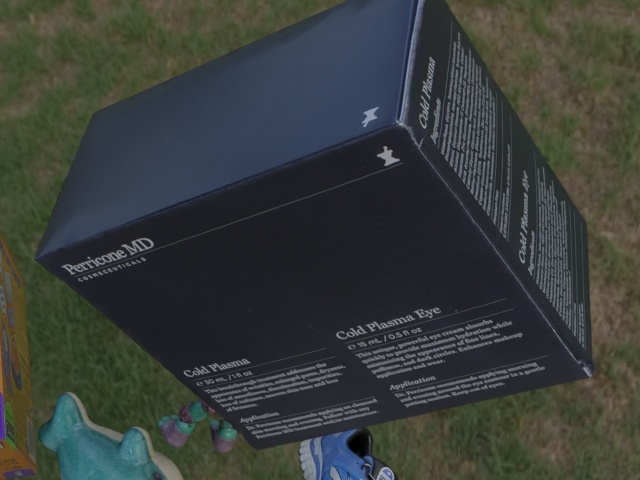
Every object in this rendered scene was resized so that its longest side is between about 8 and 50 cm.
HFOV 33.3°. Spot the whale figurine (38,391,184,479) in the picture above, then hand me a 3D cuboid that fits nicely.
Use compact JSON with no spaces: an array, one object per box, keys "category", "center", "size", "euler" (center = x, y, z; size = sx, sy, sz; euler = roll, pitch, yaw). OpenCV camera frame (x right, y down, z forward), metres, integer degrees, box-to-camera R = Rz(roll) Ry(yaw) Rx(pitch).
[{"category":"whale figurine","center":[-0.319,0.349,1.539],"size":[0.272,0.216,0.141],"euler":[45,30,13]}]

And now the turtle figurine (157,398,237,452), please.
[{"category":"turtle figurine","center":[-0.132,0.199,1.487],"size":[0.175,0.234,0.118],"euler":[24,34,-10]}]

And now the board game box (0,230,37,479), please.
[{"category":"board game box","center":[-0.659,0.193,1.684],"size":[0.356,0.356,0.356],"euler":[-6,71,-9]}]

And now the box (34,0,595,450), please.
[{"category":"box","center":[0.008,-0.002,0.899],"size":[0.343,0.312,0.179],"euler":[-17,43,29]}]

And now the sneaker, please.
[{"category":"sneaker","center":[0.053,0.426,1.766],"size":[0.147,0.130,0.330],"euler":[-29,35,15]}]
